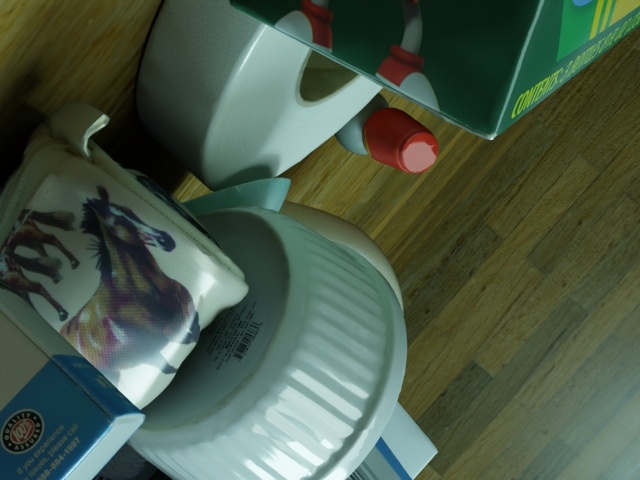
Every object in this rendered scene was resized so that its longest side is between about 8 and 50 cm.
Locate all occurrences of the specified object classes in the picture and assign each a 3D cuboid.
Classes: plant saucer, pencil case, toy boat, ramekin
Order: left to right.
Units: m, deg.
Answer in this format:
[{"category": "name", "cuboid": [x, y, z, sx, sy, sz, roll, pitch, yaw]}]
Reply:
[{"category": "pencil case", "cuboid": [-0.225, 0.109, 0.750, 0.410, 0.160, 0.183, -48, 143, 1]}, {"category": "plant saucer", "cuboid": [-0.108, 0.004, 0.973, 0.195, 0.037, 0.195, -21, 176, -2]}, {"category": "ramekin", "cuboid": [-0.055, 0.074, 0.849, 0.207, 0.207, 0.109, -48, 133, 1]}, {"category": "toy boat", "cuboid": [0.000, 0.000, 1.263, 0.318, 0.267, 0.148, -59, -146, 3]}]

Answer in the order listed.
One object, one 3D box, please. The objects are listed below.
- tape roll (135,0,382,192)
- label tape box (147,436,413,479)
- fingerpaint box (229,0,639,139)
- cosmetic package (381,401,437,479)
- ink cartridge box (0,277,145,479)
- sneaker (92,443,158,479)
[{"category": "tape roll", "cuboid": [0.028, -0.199, 0.910, 0.392, 0.072, 0.392, -45, 169, -11]}, {"category": "label tape box", "cuboid": [-0.111, 0.256, 0.979, 0.334, 0.106, 0.240, -17, -155, 52]}, {"category": "fingerpaint box", "cuboid": [0.177, -0.305, 0.631, 0.445, 0.163, 0.371, -36, 150, -49]}, {"category": "cosmetic package", "cuboid": [-0.093, 0.308, 1.227, 0.377, 0.097, 0.284, -44, -173, -25]}, {"category": "ink cartridge box", "cuboid": [-0.204, 0.073, 0.610, 0.139, 0.191, 0.082, -47, 172, -2]}, {"category": "sneaker", "cuboid": [-0.200, 0.160, 1.139, 0.210, 0.137, 0.365, -72, 177, -58]}]
